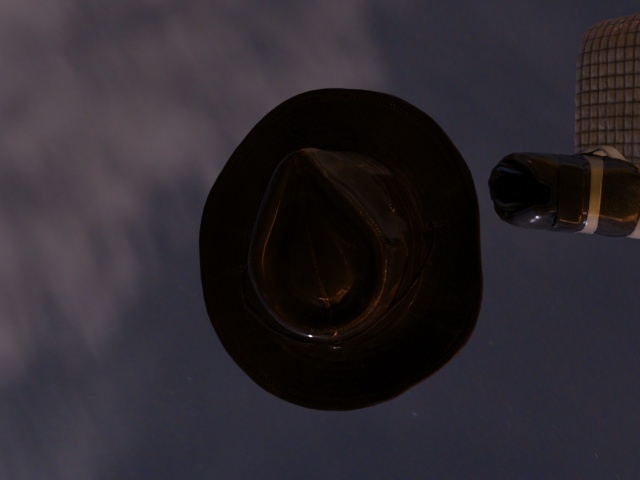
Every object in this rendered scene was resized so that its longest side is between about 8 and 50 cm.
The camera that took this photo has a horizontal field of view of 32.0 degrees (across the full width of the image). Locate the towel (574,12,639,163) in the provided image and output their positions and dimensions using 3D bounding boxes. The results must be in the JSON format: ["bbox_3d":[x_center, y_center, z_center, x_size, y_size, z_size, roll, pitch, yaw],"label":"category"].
[{"bbox_3d":[0.430,-0.141,1.372,0.235,0.121,0.283,-172,-100,-66],"label":"towel"}]

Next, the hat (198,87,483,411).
[{"bbox_3d":[0.000,0.000,1.084,0.331,0.134,0.331,-3,-98,18],"label":"hat"}]

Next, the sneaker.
[{"bbox_3d":[0.196,-0.048,0.949,0.121,0.217,0.079,6,-87,-5],"label":"sneaker"}]
